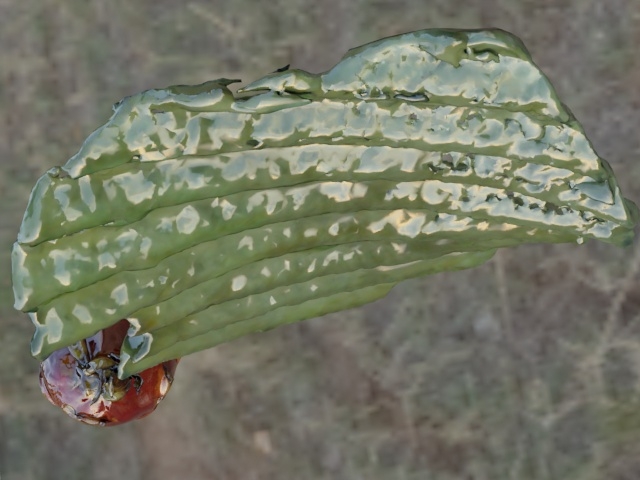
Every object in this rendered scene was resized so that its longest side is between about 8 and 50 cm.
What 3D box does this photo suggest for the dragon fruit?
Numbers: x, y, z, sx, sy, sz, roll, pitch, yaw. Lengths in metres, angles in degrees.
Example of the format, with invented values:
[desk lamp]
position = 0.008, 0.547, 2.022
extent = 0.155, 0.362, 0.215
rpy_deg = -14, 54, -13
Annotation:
[dragon fruit]
position = -0.180, 0.103, 1.668
extent = 0.125, 0.125, 0.246
rpy_deg = -62, 11, 2

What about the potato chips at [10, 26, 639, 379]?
[potato chips]
position = 0.007, -0.004, 1.277
extent = 0.389, 0.373, 0.097
rpy_deg = -17, 68, 11
